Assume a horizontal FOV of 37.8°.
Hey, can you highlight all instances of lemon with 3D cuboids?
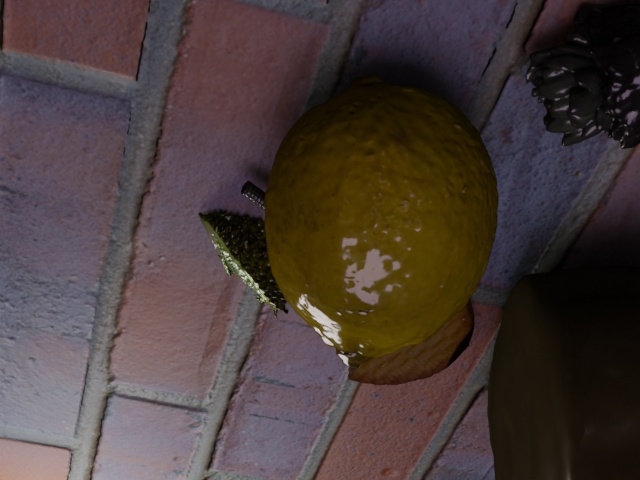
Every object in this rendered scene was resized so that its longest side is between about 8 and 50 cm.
[{"bbox_3d":[0.068,-0.022,1.037,0.268,0.268,0.322,0,95,1],"label":"lemon"}]

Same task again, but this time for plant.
[{"bbox_3d":[0.323,-0.178,0.996,0.194,0.132,0.129,-18,127,11],"label":"plant"}]

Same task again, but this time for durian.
[{"bbox_3d":[-0.078,0.037,1.254,0.100,0.086,0.215,4,140,46],"label":"durian"}]

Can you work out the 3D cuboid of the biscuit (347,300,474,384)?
[{"bbox_3d":[0.123,0.140,1.355,0.228,0.031,0.176,-24,127,23],"label":"biscuit"}]

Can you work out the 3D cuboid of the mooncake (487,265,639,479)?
[{"bbox_3d":[0.375,0.265,1.194,0.262,0.467,0.467,-3,132,-5],"label":"mooncake"}]

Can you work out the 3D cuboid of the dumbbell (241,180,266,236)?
[{"bbox_3d":[0.000,0.000,1.196,0.254,0.082,0.081,35,124,-27],"label":"dumbbell"}]
